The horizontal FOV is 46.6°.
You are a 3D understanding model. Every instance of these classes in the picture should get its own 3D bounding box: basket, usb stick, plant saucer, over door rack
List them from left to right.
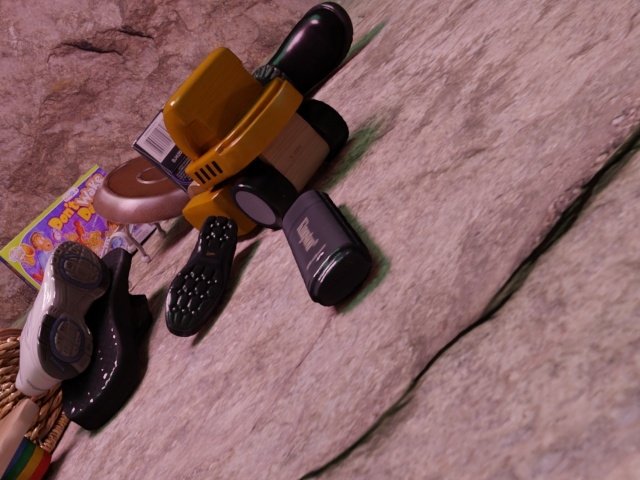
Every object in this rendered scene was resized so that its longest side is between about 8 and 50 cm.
[{"bbox_3d":[-0.543,0.330,1.303,0.299,0.223,0.213,-41,-14,20],"label":"basket"},{"bbox_3d":[-0.469,0.047,1.762,0.324,0.108,0.239,-49,12,32],"label":"over door rack"},{"bbox_3d":[-0.377,-0.136,1.721,0.311,0.050,0.310,-6,31,4],"label":"plant saucer"},{"bbox_3d":[0.000,0.000,0.837,0.077,0.045,0.278,-44,18,5],"label":"usb stick"}]

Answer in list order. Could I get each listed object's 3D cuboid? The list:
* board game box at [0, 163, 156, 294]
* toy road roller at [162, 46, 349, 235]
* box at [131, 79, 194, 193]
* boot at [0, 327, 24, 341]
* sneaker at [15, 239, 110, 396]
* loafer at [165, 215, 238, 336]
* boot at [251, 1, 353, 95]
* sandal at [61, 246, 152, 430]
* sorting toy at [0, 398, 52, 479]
[{"bbox_3d":[-0.641,0.000,1.982,0.347,0.233,0.078,-50,14,-24],"label":"board game box"},{"bbox_3d":[-0.137,-0.156,1.176,0.202,0.240,0.330,-54,19,-24],"label":"toy road roller"},{"bbox_3d":[-0.231,-0.182,1.464,0.165,0.143,0.270,-50,-5,0],"label":"box"},{"bbox_3d":[-0.612,0.230,1.559,0.284,0.109,0.220,-32,-1,-33],"label":"boot"},{"bbox_3d":[-0.424,0.115,1.187,0.129,0.111,0.297,-37,31,26],"label":"sneaker"},{"bbox_3d":[-0.168,0.058,1.082,0.223,0.076,0.078,-75,-4,-46],"label":"loafer"},{"bbox_3d":[-0.088,-0.356,1.639,0.348,0.131,0.260,-45,0,42],"label":"boot"},{"bbox_3d":[-0.353,0.164,1.247,0.167,0.107,0.445,-42,30,10],"label":"sandal"},{"bbox_3d":[-0.498,0.394,1.048,0.255,0.089,0.257,-39,21,24],"label":"sorting toy"}]
